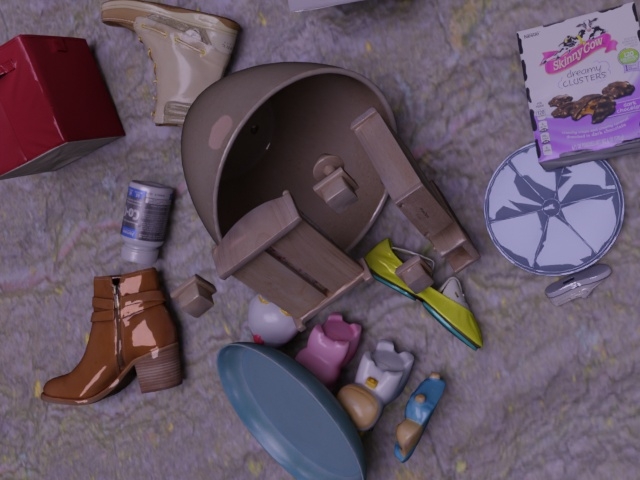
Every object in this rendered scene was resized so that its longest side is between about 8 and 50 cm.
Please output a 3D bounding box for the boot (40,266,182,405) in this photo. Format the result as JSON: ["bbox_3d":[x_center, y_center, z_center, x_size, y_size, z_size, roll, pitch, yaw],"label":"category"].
[{"bbox_3d":[-0.391,0.174,1.530,0.283,0.109,0.220,-13,90,20],"label":"boot"}]

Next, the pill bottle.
[{"bbox_3d":[-0.309,-0.032,1.503,0.078,0.078,0.137,14,98,21],"label":"pill bottle"}]

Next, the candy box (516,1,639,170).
[{"bbox_3d":[0.375,-0.213,1.198,0.164,0.070,0.196,-11,80,21],"label":"candy box"}]

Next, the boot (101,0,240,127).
[{"bbox_3d":[-0.275,-0.299,1.467,0.261,0.095,0.204,14,100,17],"label":"boot"}]

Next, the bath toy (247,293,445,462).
[{"bbox_3d":[0.020,0.203,1.360,0.348,0.151,0.129,32,127,22],"label":"bath toy"}]

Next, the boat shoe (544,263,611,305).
[{"bbox_3d":[0.382,0.068,1.253,0.100,0.035,0.035,-28,110,18],"label":"boat shoe"}]

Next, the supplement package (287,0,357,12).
[{"bbox_3d":[0.032,-0.501,1.236,0.175,0.177,0.293,-3,111,23],"label":"supplement package"}]

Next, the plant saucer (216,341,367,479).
[{"bbox_3d":[-0.041,0.279,1.346,0.317,0.043,0.318,33,145,27],"label":"plant saucer"}]

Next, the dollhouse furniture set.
[{"bbox_3d":[0.000,0.000,1.246,0.355,0.303,0.174,-35,47,13],"label":"dollhouse furniture set"}]

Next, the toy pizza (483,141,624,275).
[{"bbox_3d":[0.342,-0.048,1.259,0.201,0.032,0.201,0,90,22],"label":"toy pizza"}]

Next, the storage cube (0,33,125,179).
[{"bbox_3d":[-0.493,-0.233,1.499,0.183,0.215,0.193,-22,92,21],"label":"storage cube"}]

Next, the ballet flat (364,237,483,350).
[{"bbox_3d":[0.169,0.075,1.320,0.231,0.077,0.077,35,89,19],"label":"ballet flat"}]

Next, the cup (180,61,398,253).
[{"bbox_3d":[-0.083,-0.133,1.303,0.237,0.331,0.331,34,106,42],"label":"cup"}]
